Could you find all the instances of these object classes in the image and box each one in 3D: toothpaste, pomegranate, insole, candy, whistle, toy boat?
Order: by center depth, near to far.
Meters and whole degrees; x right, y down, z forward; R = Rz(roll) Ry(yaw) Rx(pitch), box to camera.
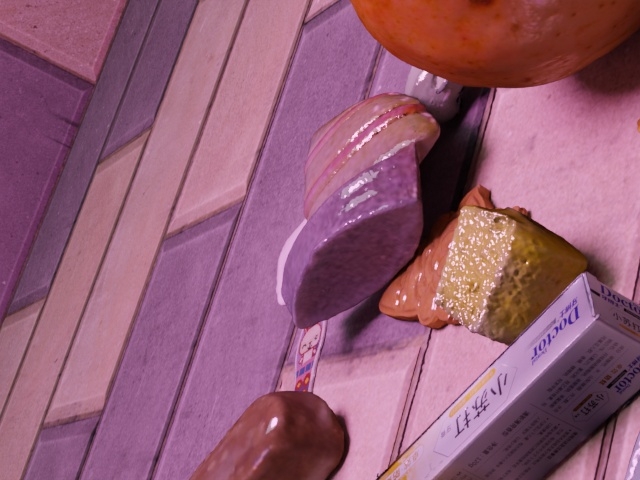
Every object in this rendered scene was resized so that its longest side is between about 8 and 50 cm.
[{"bbox_3d":[0.163,0.163,1.165,0.313,0.089,0.071,-50,21,31],"label":"toothpaste"},{"bbox_3d":[0.211,-0.332,1.288,0.410,0.410,0.410,-47,28,35],"label":"pomegranate"},{"bbox_3d":[-0.071,0.270,1.540,0.234,0.104,0.102,-54,29,23],"label":"candy"},{"bbox_3d":[0.040,-0.065,1.555,0.276,0.111,0.294,-37,41,50],"label":"toy boat"},{"bbox_3d":[0.110,-0.137,1.625,0.236,0.077,0.114,-58,12,30],"label":"whistle"},{"bbox_3d":[-0.018,0.158,1.671,0.065,0.004,0.197,-36,35,48],"label":"insole"}]

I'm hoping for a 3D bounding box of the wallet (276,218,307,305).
[{"bbox_3d":[0.000,0.000,1.766,0.183,0.032,0.124,-50,26,34],"label":"wallet"}]

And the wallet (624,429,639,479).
[{"bbox_3d":[0.260,0.226,0.903,0.176,0.075,0.250,0,65,62],"label":"wallet"}]

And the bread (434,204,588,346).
[{"bbox_3d":[0.178,0.032,1.244,0.114,0.111,0.129,-65,24,8],"label":"bread"}]

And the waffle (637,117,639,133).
[{"bbox_3d":[0.346,-0.154,1.169,0.191,0.038,0.191,-47,28,34],"label":"waffle"}]

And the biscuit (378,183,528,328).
[{"bbox_3d":[0.135,0.026,1.451,0.250,0.035,0.162,-39,29,48],"label":"biscuit"}]
